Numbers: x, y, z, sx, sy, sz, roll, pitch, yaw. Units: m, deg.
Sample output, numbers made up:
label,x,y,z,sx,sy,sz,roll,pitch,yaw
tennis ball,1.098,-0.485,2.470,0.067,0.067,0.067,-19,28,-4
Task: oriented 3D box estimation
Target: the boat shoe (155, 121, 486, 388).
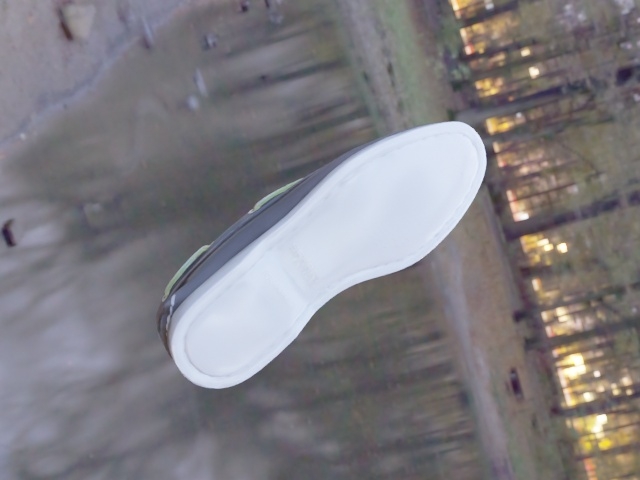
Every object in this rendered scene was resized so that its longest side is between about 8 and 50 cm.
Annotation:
label,x,y,z,sx,sy,sz,roll,pitch,yaw
boat shoe,-0.002,-0.004,0.772,0.109,0.305,0.091,59,-13,-25
